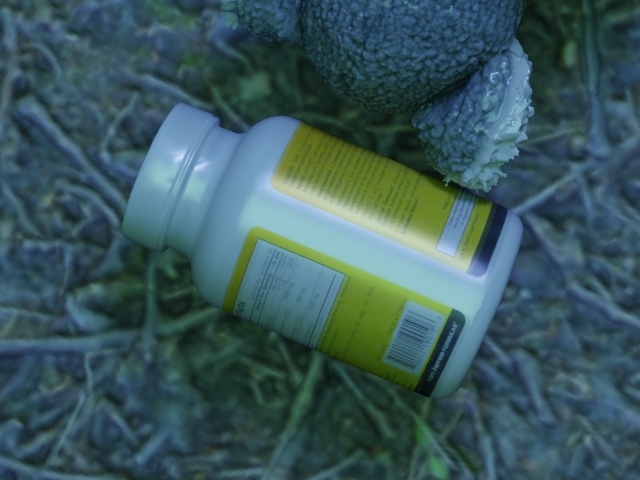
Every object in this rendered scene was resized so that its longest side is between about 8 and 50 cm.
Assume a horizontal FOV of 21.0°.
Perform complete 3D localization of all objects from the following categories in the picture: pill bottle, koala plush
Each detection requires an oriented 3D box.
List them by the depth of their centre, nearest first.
[{"bbox_3d":[0.065,-0.151,0.815,0.196,0.203,0.221,38,108,1],"label":"koala plush"},{"bbox_3d":[0.000,0.000,0.862,0.184,0.103,0.103,23,96,2],"label":"pill bottle"}]
